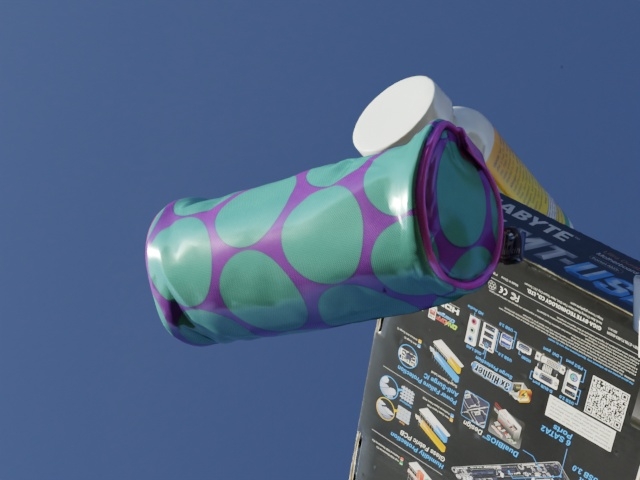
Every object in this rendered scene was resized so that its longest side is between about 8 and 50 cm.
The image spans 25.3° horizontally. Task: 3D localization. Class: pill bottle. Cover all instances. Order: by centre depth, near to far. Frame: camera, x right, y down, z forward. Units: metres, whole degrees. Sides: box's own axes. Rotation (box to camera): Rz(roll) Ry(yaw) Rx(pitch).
[{"bbox_3d":[0.124,-0.043,1.254,0.117,0.117,0.208,-38,-60,12],"label":"pill bottle"}]

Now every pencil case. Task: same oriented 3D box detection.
[{"bbox_3d":[0.000,0.000,0.559,0.152,0.070,0.064,-13,-52,40],"label":"pencil case"}]

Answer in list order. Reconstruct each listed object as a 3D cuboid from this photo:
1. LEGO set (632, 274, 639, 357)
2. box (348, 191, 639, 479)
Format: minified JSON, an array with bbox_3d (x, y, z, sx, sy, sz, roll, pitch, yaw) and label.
[{"bbox_3d":[0.204,0.003,0.437,0.227,0.093,0.087,2,-80,21],"label":"LEGO set"},{"bbox_3d":[0.155,0.147,0.922,0.295,0.073,0.293,29,-55,35],"label":"box"}]
